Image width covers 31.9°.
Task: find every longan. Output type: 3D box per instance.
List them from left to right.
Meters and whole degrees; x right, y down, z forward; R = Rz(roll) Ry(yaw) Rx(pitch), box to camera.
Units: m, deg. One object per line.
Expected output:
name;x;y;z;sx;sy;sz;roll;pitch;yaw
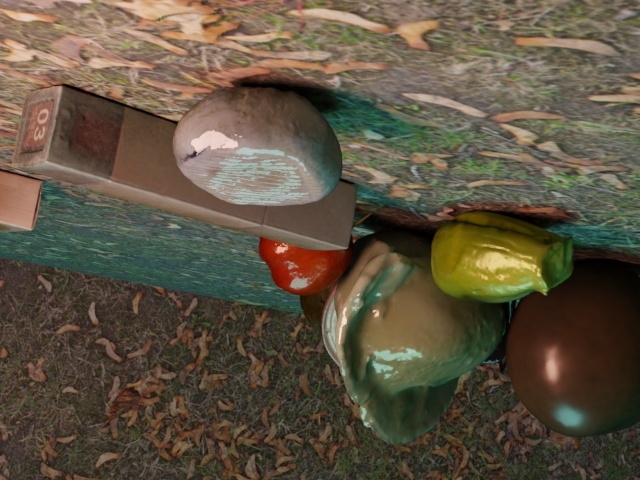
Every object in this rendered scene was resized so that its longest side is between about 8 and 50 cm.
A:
longan;0.347;0.148;1.452;0.248;0.248;0.248;10;172;1

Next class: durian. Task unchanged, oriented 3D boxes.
durian;0.198;0.024;1.288;0.139;0.101;0.250;12;173;-19

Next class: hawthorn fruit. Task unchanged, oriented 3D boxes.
hawthorn fruit;-0.012;0.011;1.393;0.140;0.125;0.125;10;172;11

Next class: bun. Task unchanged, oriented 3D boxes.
bun;-0.050;-0.083;0.921;0.141;0.083;0.141;7;162;2

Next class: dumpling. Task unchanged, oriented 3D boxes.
dumpling;0.132;0.105;1.461;0.321;0.270;0.212;20;142;-29

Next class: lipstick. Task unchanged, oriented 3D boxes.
lipstick;-0.124;-0.065;1.146;0.371;0.079;0.076;16;169;-39

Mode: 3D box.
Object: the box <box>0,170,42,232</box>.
box;-0.517;-0.069;1.604;0.199;0.081;0.135;13;172;-32

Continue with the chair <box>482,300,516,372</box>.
chair;0.248;0.128;1.826;0.140;0.145;0.221;8;171;8

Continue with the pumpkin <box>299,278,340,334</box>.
pumpkin;0.073;0.106;1.808;0.224;0.157;0.223;18;161;6

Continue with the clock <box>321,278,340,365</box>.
clock;0.120;0.117;1.673;0.244;0.244;0.056;12;-152;-18
